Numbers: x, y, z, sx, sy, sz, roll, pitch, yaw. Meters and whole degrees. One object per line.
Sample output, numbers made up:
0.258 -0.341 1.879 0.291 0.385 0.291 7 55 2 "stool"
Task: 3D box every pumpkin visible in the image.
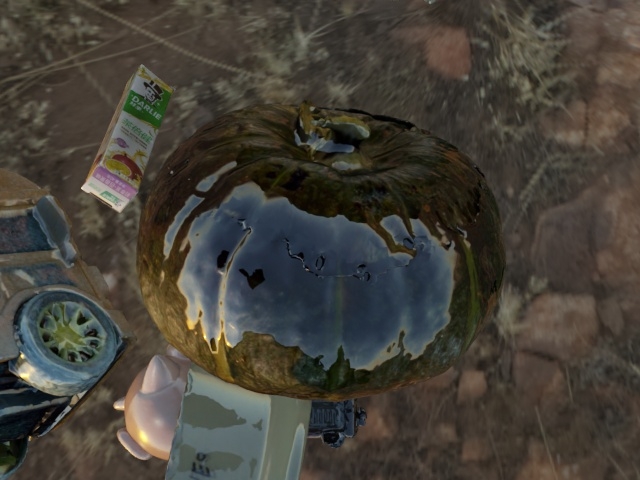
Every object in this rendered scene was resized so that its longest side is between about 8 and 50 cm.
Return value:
-0.001 -0.003 0.831 0.238 0.238 0.159 1 115 7 "pumpkin"

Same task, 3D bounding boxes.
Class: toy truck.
-0.208 0.030 0.494 0.108 0.257 0.140 -46 64 40 "toy truck"

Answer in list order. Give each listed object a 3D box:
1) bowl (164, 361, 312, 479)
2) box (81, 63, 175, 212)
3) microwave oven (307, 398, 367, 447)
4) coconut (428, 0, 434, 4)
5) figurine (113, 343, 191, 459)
-0.071 0.182 1.165 0.112 0.211 0.211 11 102 -3 "bowl"
-0.200 -0.110 1.393 0.050 0.207 0.041 34 124 -18 "box"
-0.032 0.125 1.662 0.188 0.178 0.247 0 91 3 "microwave oven"
0.033 -0.282 0.761 0.245 0.245 0.247 -14 71 9 "coconut"
-0.150 0.174 1.416 0.125 0.125 0.138 26 117 1 "figurine"
